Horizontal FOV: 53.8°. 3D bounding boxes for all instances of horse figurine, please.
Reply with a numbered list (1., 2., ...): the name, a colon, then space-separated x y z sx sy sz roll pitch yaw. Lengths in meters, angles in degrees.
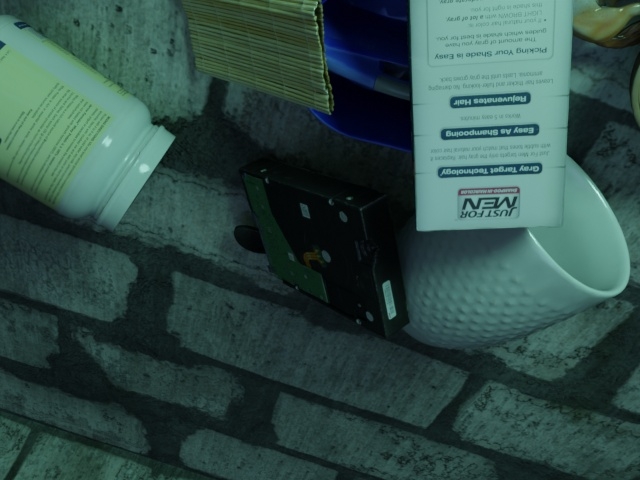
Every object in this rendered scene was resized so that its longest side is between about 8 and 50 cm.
1. horse figurine: 0.344 -0.332 0.800 0.263 0.066 0.174 40 125 -18

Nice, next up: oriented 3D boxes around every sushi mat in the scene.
1. sushi mat: -0.101 -0.280 0.887 0.316 0.019 0.151 27 141 40

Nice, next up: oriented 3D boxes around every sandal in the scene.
1. sandal: -0.086 -0.002 1.258 0.179 0.040 0.067 12 142 -16

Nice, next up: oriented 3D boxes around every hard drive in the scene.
1. hard drive: 0.000 0.000 1.060 0.339 0.064 0.237 21 133 49

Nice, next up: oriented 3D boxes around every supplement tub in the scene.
1. supplement tub: -0.433 -0.183 1.042 0.325 0.235 0.235 34 132 -15

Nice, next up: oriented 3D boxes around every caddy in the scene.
1. caddy: 0.130 -0.244 0.865 0.341 0.179 0.241 14 135 3

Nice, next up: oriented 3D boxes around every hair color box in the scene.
1. hair color box: 0.189 -0.191 0.727 0.174 0.105 0.347 -1 108 9

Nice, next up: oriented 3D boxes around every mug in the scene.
1. mug: 0.304 0.039 1.044 0.374 0.276 0.328 10 146 -35

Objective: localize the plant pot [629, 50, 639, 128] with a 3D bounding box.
1. plant pot: 0.524 -0.228 0.813 0.237 0.110 0.237 8 133 9
